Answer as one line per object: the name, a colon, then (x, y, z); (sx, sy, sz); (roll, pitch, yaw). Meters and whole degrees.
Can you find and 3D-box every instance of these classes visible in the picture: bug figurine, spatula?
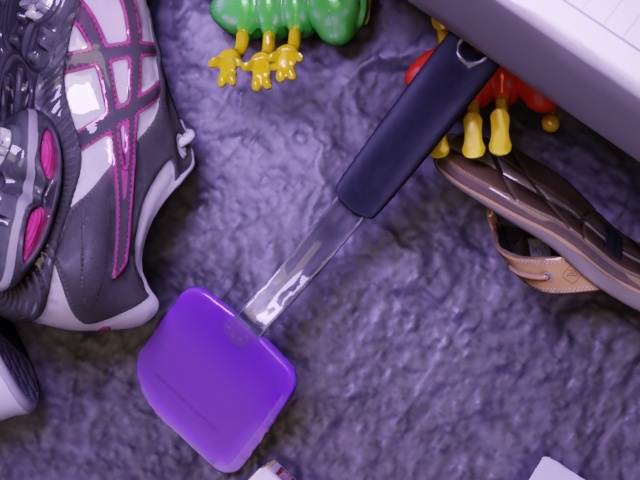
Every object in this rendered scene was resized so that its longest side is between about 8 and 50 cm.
bug figurine: (0.045, -0.184, 0.724); (0.216, 0.072, 0.279); (3, 94, 13)
spatula: (0.000, 0.000, 0.704); (0.084, 0.030, 0.296); (41, 110, 7)

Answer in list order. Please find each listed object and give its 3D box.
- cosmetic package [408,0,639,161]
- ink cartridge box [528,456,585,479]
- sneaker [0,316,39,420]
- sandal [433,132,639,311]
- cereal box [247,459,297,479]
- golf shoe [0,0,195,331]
cosmetic package: (0.117, -0.152, 0.588); (0.309, 0.113, 0.160); (39, 89, 13)
ink cartridge box: (0.128, 0.258, 0.682); (0.189, 0.066, 0.232); (32, 65, 6)
sneaker: (-0.273, 0.019, 0.749); (0.163, 0.086, 0.226); (-23, 87, 3)
sandal: (0.129, 0.007, 0.718); (0.180, 0.072, 0.049); (36, 114, 2)
cereal box: (0.000, 0.261, 0.730); (0.240, 0.047, 0.173); (42, 92, 6)
golf shoe: (-0.127, -0.083, 0.738); (0.120, 0.105, 0.272); (23, 70, -36)
